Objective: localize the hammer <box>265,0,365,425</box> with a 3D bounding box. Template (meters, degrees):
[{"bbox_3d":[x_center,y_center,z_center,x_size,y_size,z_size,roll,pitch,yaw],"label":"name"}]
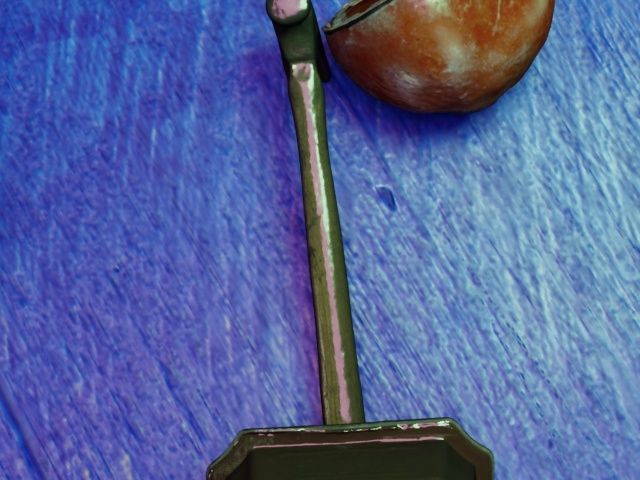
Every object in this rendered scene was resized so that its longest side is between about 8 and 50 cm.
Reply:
[{"bbox_3d":[0.000,0.000,1.264,0.044,0.168,0.440,-7,86,4],"label":"hammer"}]

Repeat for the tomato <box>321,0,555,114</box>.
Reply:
[{"bbox_3d":[0.124,-0.198,1.286,0.214,0.180,0.155,-43,102,-21],"label":"tomato"}]

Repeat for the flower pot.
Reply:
[{"bbox_3d":[0.028,0.251,1.197,0.250,0.084,0.179,-3,103,1],"label":"flower pot"}]
